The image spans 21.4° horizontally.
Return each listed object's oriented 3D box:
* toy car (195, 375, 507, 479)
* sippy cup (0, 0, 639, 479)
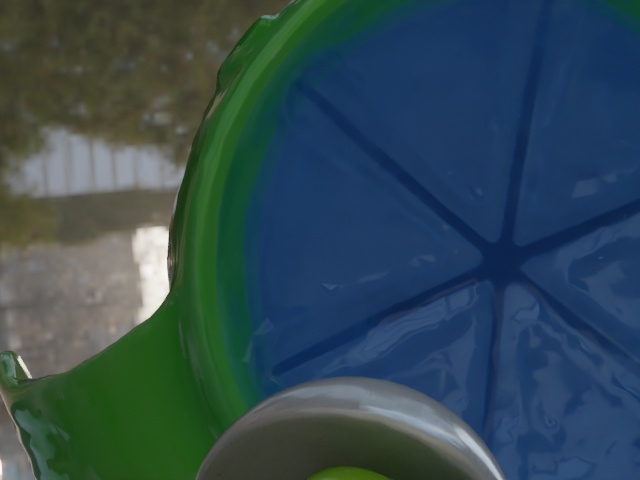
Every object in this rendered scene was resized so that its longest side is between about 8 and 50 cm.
[{"bbox_3d":[0.020,0.131,0.357,0.159,0.136,0.182,-63,162,-54],"label":"toy car"},{"bbox_3d":[0.038,0.008,0.674,0.224,0.305,0.240,-179,-78,-75],"label":"sippy cup"}]
